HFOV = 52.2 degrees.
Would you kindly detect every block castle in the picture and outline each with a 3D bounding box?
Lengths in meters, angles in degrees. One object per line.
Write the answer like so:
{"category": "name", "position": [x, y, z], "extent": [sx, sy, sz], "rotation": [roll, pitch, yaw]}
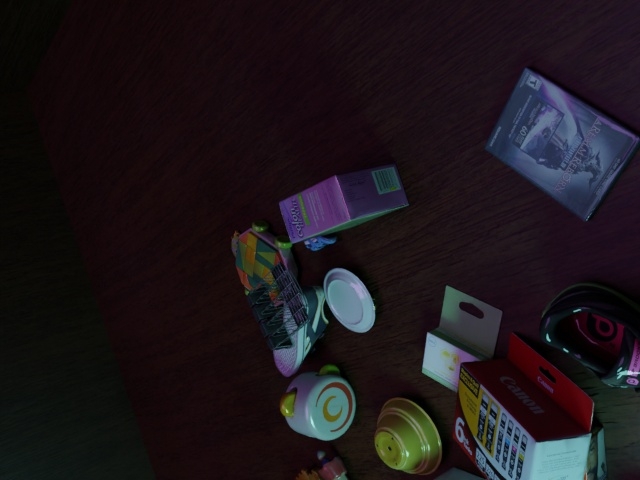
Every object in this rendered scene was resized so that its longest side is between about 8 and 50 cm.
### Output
{"category": "block castle", "position": [-0.090, 0.876, 2.078], "extent": [0.213, 0.303, 0.453], "rotation": [52, 134, 26]}

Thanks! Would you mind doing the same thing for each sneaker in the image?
{"category": "sneaker", "position": [0.607, 0.223, 1.150], "extent": [0.482, 0.202, 0.185], "rotation": [18, 116, 45]}
{"category": "sneaker", "position": [0.000, 0.000, 1.890], "extent": [0.144, 0.053, 0.059], "rotation": [10, 109, 56]}
{"category": "sneaker", "position": [-0.051, 0.275, 1.978], "extent": [0.126, 0.127, 0.321], "rotation": [42, 133, 35]}

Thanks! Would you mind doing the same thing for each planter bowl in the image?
{"category": "planter bowl", "position": [0.208, 0.536, 1.735], "extent": [0.217, 0.090, 0.217], "rotation": [18, 115, 45]}

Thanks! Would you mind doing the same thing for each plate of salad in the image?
{"category": "plate of salad", "position": [0.085, 0.166, 1.848], "extent": [0.200, 0.048, 0.200], "rotation": [29, 133, 37]}

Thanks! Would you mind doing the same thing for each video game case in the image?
{"category": "video game case", "position": [0.474, -0.195, 1.308], "extent": [0.274, 0.026, 0.196], "rotation": [45, 132, 31]}

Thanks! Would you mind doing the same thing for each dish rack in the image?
{"category": "dish rack", "position": [-0.109, 0.184, 1.858], "extent": [0.208, 0.074, 0.271], "rotation": [62, 142, 15]}

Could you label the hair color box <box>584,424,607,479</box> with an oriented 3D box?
{"category": "hair color box", "position": [0.558, 0.483, 1.374], "extent": [0.053, 0.093, 0.167], "rotation": [-1, 102, 48]}

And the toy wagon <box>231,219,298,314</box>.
{"category": "toy wagon", "position": [-0.201, 0.072, 2.128], "extent": [0.344, 0.068, 0.267], "rotation": [32, 124, 38]}

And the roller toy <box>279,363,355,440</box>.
{"category": "roller toy", "position": [-0.008, 0.489, 1.941], "extent": [0.146, 0.209, 0.191], "rotation": [-5, 118, 50]}

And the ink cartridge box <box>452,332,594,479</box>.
{"category": "ink cartridge box", "position": [0.416, 0.383, 1.388], "extent": [0.309, 0.130, 0.272], "rotation": [-133, 41, -65]}

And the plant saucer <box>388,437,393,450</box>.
{"category": "plant saucer", "position": [0.248, 0.531, 1.786], "extent": [0.195, 0.037, 0.195], "rotation": [19, 116, 45]}

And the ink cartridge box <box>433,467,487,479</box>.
{"category": "ink cartridge box", "position": [0.404, 0.795, 1.597], "extent": [0.279, 0.160, 0.385], "rotation": [4, 105, 48]}

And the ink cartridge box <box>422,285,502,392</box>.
{"category": "ink cartridge box", "position": [0.338, 0.250, 1.582], "extent": [0.171, 0.056, 0.235], "rotation": [26, 122, 42]}

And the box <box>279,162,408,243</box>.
{"category": "box", "position": [0.057, -0.094, 1.668], "extent": [0.243, 0.213, 0.117], "rotation": [-22, 86, 50]}
